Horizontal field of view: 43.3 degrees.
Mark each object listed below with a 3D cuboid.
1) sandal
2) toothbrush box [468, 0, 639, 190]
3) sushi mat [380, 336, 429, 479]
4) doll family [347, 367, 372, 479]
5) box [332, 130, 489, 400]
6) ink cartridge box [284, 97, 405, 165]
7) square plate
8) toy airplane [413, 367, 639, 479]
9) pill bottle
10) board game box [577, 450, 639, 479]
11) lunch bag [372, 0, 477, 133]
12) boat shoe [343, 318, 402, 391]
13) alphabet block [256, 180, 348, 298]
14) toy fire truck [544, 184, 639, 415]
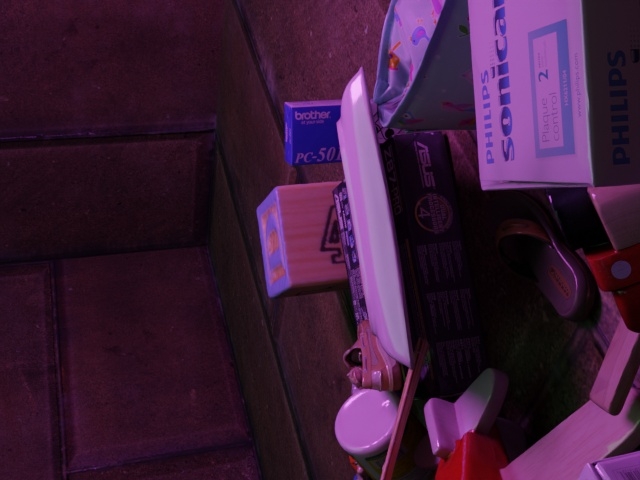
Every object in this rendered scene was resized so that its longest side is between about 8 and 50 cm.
[{"bbox_3d":[0.246,0.015,0.963,0.219,0.060,0.090,-113,24,-46],"label":"sandal"},{"bbox_3d":[0.247,-0.148,0.495,0.126,0.295,0.216,-172,78,-73],"label":"toothbrush box"},{"bbox_3d":[0.089,0.295,1.053,0.151,0.019,0.316,96,-168,-54],"label":"sushi mat"},{"bbox_3d":[0.110,0.329,1.487,0.263,0.118,0.163,-88,-5,-62],"label":"doll family"},{"bbox_3d":[0.132,0.059,1.304,0.318,0.097,0.395,137,125,-71],"label":"box"},{"bbox_3d":[0.046,-0.180,1.317,0.046,0.207,0.097,-132,40,-63],"label":"ink cartridge box"},{"bbox_3d":[0.068,-0.013,1.052,0.347,0.049,0.344,49,-149,-85],"label":"square plate"},{"bbox_3d":[0.212,0.342,0.919,0.384,0.272,0.386,-59,0,-13],"label":"toy airplane"},{"bbox_3d":[0.119,0.330,1.266,0.208,0.117,0.117,52,-175,-36],"label":"pill bottle"},{"bbox_3d":[0.303,0.170,0.389,0.193,0.305,0.053,-112,21,-46],"label":"board game box"},{"bbox_3d":[0.184,-0.209,0.817,0.262,0.223,0.160,105,160,-54],"label":"lunch bag"},{"bbox_3d":[0.069,0.171,1.232,0.190,0.072,0.068,-118,21,-74],"label":"boat shoe"},{"bbox_3d":[0.000,0.000,1.552,0.192,0.197,0.193,150,113,-71],"label":"alphabet block"},{"bbox_3d":[0.273,0.035,0.700,0.246,0.158,0.217,64,-163,-9],"label":"toy fire truck"}]
